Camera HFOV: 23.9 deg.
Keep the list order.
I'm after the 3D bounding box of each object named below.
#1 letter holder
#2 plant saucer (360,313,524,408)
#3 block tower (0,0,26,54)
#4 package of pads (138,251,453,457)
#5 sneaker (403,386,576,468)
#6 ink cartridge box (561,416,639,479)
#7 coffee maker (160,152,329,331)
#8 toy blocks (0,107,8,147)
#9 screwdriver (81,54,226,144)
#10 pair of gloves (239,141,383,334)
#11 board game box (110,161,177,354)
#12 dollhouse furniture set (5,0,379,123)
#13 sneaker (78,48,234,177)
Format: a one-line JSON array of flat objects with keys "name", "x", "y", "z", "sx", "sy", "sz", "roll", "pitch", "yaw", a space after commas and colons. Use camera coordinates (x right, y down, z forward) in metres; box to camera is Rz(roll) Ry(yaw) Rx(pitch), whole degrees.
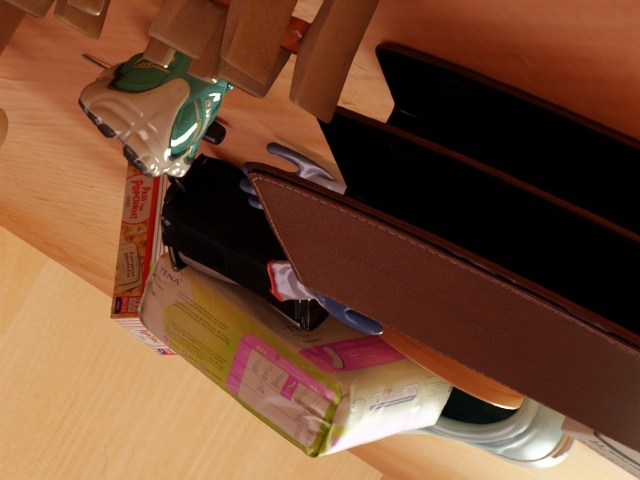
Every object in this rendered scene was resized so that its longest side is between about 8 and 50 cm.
[{"name": "letter holder", "x": 0.129, "y": -0.007, "z": 0.927, "sx": 0.301, "sy": 0.152, "sz": 0.214, "roll": 26, "pitch": 167, "yaw": 19}, {"name": "plant saucer", "x": 0.135, "y": 0.112, "z": 1.616, "sx": 0.200, "sy": 0.037, "sz": 0.200, "roll": 30, "pitch": -171, "yaw": -5}, {"name": "block tower", "x": -0.368, "y": -0.202, "z": 1.492, "sx": 0.091, "sy": 0.097, "sz": 0.335, "roll": 33, "pitch": 167, "yaw": -17}, {"name": "package of pads", "x": -0.030, "y": 0.112, "z": 1.660, "sx": 0.296, "sy": 0.101, "sz": 0.229, "roll": 34, "pitch": -157, "yaw": 31}, {"name": "sneaker", "x": 0.122, "y": 0.161, "z": 1.789, "sx": 0.365, "sy": 0.135, "sz": 0.150, "roll": 9, "pitch": 159, "yaw": 32}, {"name": "ink cartridge box", "x": 0.338, "y": 0.182, "z": 1.397, "sx": 0.153, "sy": 0.087, "sz": 0.208, "roll": 32, "pitch": 170, "yaw": -10}, {"name": "coffee maker", "x": -0.067, "y": -0.003, "z": 1.533, "sx": 0.178, "sy": 0.120, "sz": 0.171, "roll": 25, "pitch": 167, "yaw": 23}, {"name": "toy blocks", "x": -0.382, "y": -0.139, "z": 1.424, "sx": 0.148, "sy": 0.054, "sz": 0.123, "roll": 23, "pitch": 166, "yaw": 29}, {"name": "screwdriver", "x": -0.163, "y": -0.135, "z": 1.438, "sx": 0.170, "sy": 0.025, "sz": 0.024, "roll": 26, "pitch": 169, "yaw": 15}, {"name": "pair of gloves", "x": 0.000, "y": 0.000, "z": 1.390, "sx": 0.159, "sy": 0.023, "sz": 0.198, "roll": 8, "pitch": 127, "yaw": 36}, {"name": "board game box", "x": -0.190, "y": 0.022, "z": 1.777, "sx": 0.045, "sy": 0.194, "sz": 0.147, "roll": -3, "pitch": 159, "yaw": 16}, {"name": "dollhouse furniture set", "x": -0.121, "y": -0.197, "z": 0.875, "sx": 0.262, "sy": 0.135, "sz": 0.259, "roll": 23, "pitch": 178, "yaw": 34}, {"name": "sneaker", "x": -0.110, "y": -0.114, "z": 1.184, "sx": 0.107, "sy": 0.110, "sz": 0.275, "roll": 49, "pitch": -177, "yaw": -11}]
